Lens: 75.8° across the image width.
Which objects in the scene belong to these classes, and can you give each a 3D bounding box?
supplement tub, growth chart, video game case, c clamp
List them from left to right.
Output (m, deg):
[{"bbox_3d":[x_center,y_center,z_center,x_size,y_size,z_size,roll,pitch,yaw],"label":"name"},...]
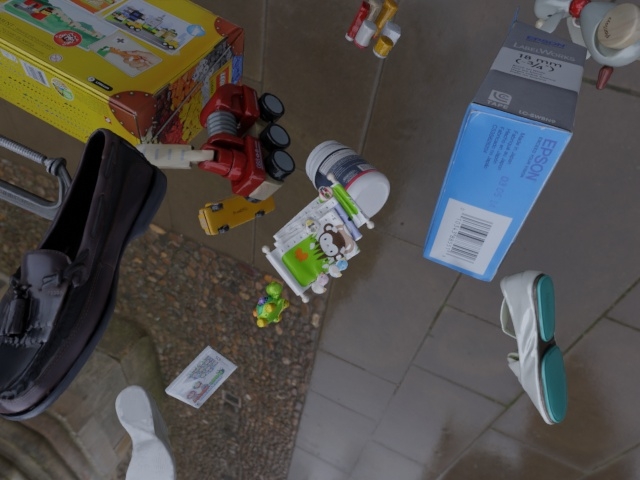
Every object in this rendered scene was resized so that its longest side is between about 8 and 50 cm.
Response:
[{"bbox_3d":[-0.342,-0.090,0.449,0.161,0.022,0.137,30,125,-13],"label":"c clamp"},{"bbox_3d":[-0.323,0.379,1.136,0.019,0.157,0.143,33,163,40],"label":"video game case"},{"bbox_3d":[0.000,0.000,0.863,0.172,0.237,0.021,44,176,-9],"label":"growth chart"},{"bbox_3d":[0.090,-0.210,1.427,0.272,0.191,0.191,48,146,36],"label":"supplement tub"}]

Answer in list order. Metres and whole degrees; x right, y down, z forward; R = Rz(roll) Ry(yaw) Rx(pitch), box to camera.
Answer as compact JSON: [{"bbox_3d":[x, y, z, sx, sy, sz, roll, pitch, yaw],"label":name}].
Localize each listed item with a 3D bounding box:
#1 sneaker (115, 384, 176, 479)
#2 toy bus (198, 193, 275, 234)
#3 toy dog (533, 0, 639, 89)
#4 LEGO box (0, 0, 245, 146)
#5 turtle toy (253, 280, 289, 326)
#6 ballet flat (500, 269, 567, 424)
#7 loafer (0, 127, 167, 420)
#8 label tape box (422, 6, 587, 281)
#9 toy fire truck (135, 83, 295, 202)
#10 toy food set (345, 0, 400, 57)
[{"bbox_3d":[-0.287,0.355,0.709,0.094,0.080,0.212,95,156,-66],"label":"sneaker"},{"bbox_3d":[-0.329,-0.126,1.619,0.130,0.333,0.108,6,115,43],"label":"toy bus"},{"bbox_3d":[0.617,-0.466,0.955,0.221,0.333,0.160,16,124,-10],"label":"toy dog"},{"bbox_3d":[-0.486,-0.425,0.926,0.501,0.372,0.193,29,147,4],"label":"LEGO box"},{"bbox_3d":[-0.137,0.174,1.129,0.066,0.095,0.130,35,106,23],"label":"turtle toy"},{"bbox_3d":[0.547,0.268,1.073,0.139,0.139,0.399,-6,97,33],"label":"ballet flat"},{"bbox_3d":[-0.257,0.013,0.415,0.109,0.302,0.095,-3,143,19],"label":"loafer"},{"bbox_3d":[0.263,-0.146,0.580,0.106,0.333,0.240,22,141,17],"label":"label tape box"},{"bbox_3d":[-0.201,-0.192,0.780,0.247,0.216,0.159,11,148,-41],"label":"toy fire truck"},{"bbox_3d":[0.132,-0.536,1.069,0.111,0.232,0.104,18,145,-16],"label":"toy food set"}]
